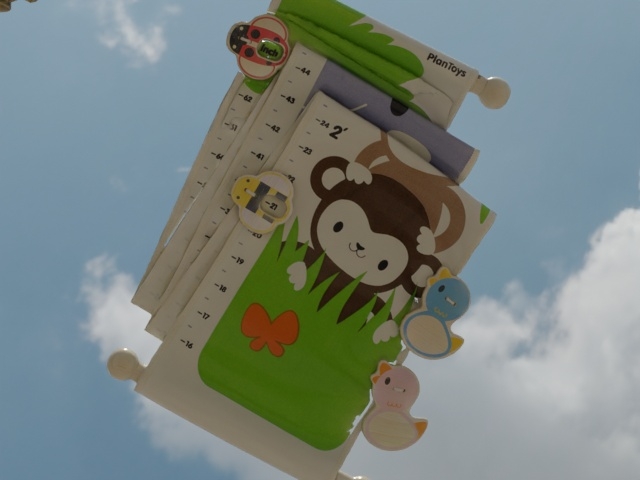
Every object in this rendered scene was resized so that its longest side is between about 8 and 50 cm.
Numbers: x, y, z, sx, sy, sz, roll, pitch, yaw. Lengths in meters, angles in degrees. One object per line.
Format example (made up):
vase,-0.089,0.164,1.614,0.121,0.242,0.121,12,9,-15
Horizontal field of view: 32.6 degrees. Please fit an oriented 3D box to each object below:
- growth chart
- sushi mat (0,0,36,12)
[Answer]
growth chart,0.000,0.000,0.541,0.171,0.021,0.237,20,-88,-3
sushi mat,-0.224,-0.155,0.319,0.316,0.151,0.019,47,-37,17
